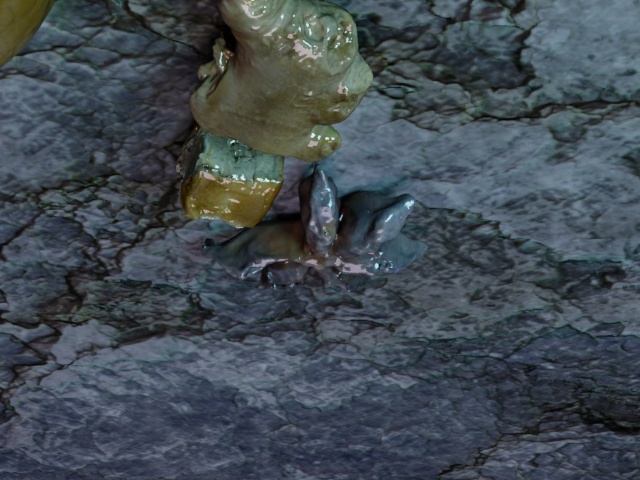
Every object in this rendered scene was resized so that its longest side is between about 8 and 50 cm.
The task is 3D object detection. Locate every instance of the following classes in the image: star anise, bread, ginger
[{"bbox_3d":[0.011,0.006,1.458,0.171,0.063,0.208,22,144,-33],"label":"star anise"},{"bbox_3d":[-0.077,-0.060,1.346,0.083,0.077,0.070,14,136,-18],"label":"bread"},{"bbox_3d":[-0.027,-0.137,1.213,0.137,0.074,0.213,6,143,-6],"label":"ginger"}]

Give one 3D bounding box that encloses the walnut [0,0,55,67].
[{"bbox_3d":[-0.250,-0.194,1.044,0.167,0.167,0.207,14,146,-18],"label":"walnut"}]
